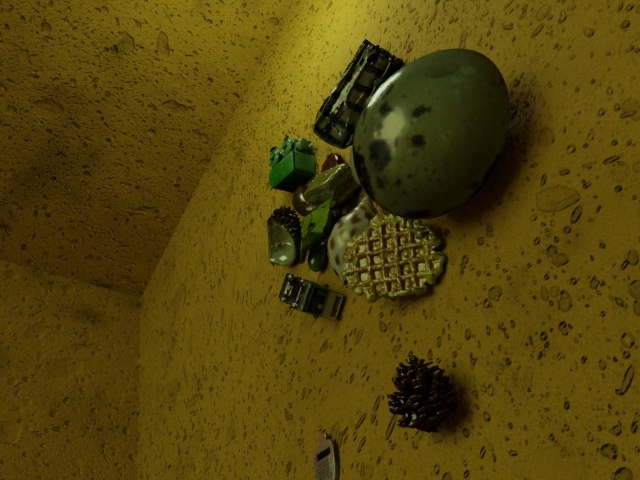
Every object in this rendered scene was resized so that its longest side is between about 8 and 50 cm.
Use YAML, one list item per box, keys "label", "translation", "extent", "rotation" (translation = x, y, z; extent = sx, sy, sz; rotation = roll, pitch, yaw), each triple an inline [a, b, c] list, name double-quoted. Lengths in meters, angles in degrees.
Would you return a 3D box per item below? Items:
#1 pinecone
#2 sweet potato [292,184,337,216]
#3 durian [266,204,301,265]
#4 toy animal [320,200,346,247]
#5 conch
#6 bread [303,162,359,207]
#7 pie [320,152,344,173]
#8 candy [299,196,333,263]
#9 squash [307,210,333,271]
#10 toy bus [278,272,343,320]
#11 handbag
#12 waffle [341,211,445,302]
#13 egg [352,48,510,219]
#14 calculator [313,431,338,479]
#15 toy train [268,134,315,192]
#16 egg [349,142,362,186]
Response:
- label: "pinecone"
  translation: [0.224, 0.339, 1.375]
  extent: [0.173, 0.173, 0.174]
  rotation: [-41, 38, 44]
- label: "sweet potato"
  translation: [-0.043, -0.139, 2.309]
  extent: [0.108, 0.079, 0.346]
  rotation: [-57, 30, 0]
- label: "durian"
  translation: [-0.132, -0.006, 2.309]
  extent: [0.144, 0.139, 0.252]
  rotation: [-96, 3, -50]
- label: "toy animal"
  translation: [0.066, -0.019, 2.018]
  extent: [0.137, 0.082, 0.269]
  rotation: [-55, 24, 23]
- label: "conch"
  translation: [0.108, -0.008, 1.827]
  extent: [0.275, 0.148, 0.183]
  rotation: [-48, -2, -28]
- label: "bread"
  translation: [0.036, -0.180, 2.113]
  extent: [0.138, 0.102, 0.196]
  rotation: [-46, 16, -26]
- label: "pie"
  translation: [0.037, -0.248, 2.270]
  extent: [0.153, 0.038, 0.154]
  rotation: [-41, 40, 47]
- label: "candy"
  translation: [-0.026, -0.040, 2.057]
  extent: [0.246, 0.069, 0.149]
  rotation: [-46, 31, 49]
- label: "squash"
  translation: [0.000, 0.000, 2.149]
  extent: [0.066, 0.066, 0.229]
  rotation: [-19, 56, 58]
- label: "toy bus"
  translation: [-0.043, 0.178, 2.035]
  extent: [0.113, 0.139, 0.301]
  rotation: [-71, 18, -2]
- label: "handbag"
  translation: [0.126, -0.471, 2.013]
  extent: [0.327, 0.162, 0.325]
  rotation: [-56, 0, 18]
- label: "waffle"
  translation: [0.187, 0.052, 1.645]
  extent: [0.280, 0.060, 0.262]
  rotation: [42, 98, 34]
- label: "egg"
  translation: [0.268, -0.256, 1.499]
  extent: [0.428, 0.345, 0.345]
  rotation: [-58, 27, 4]
- label: "calculator"
  translation: [0.016, 0.619, 1.742]
  extent: [0.103, 0.024, 0.166]
  rotation: [-47, 37, 40]
- label: "toy train"
  translation: [-0.119, -0.303, 2.515]
  extent: [0.243, 0.132, 0.188]
  rotation: [-32, 54, 51]
- label: "egg"
  translation: [0.166, -0.261, 1.908]
  extent: [0.209, 0.151, 0.151]
  rotation: [-68, 26, 19]
